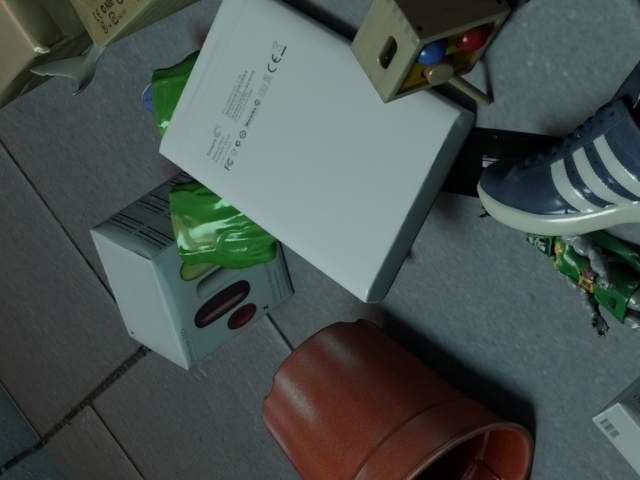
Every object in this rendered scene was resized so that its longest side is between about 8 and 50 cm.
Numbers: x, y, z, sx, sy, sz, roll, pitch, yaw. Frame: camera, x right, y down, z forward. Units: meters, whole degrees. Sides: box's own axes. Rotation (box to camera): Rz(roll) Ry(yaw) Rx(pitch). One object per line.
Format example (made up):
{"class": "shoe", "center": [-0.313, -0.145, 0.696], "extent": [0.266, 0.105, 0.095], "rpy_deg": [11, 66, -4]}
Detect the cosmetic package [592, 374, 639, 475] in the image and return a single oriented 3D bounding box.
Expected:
{"class": "cosmetic package", "center": [0.395, 0.238, 1.381], "extent": [0.239, 0.099, 0.060], "rpy_deg": [50, 148, 8]}

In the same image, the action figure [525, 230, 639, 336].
{"class": "action figure", "center": [0.298, 0.051, 1.372], "extent": [0.232, 0.063, 0.137], "rpy_deg": [41, 152, 31]}

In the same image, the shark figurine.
{"class": "shark figurine", "center": [-0.286, -0.321, 1.714], "extent": [0.116, 0.166, 0.278], "rpy_deg": [37, 144, 11]}

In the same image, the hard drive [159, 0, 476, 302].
{"class": "hard drive", "center": [-0.015, -0.119, 1.544], "extent": [0.353, 0.047, 0.233], "rpy_deg": [36, 108, 32]}

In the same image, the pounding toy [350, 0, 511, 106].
{"class": "pounding toy", "center": [0.116, -0.189, 1.335], "extent": [0.100, 0.130, 0.141], "rpy_deg": [60, 153, 17]}

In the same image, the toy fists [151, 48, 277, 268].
{"class": "toy fists", "center": [-0.115, -0.103, 1.712], "extent": [0.142, 0.096, 0.279], "rpy_deg": [-8, 91, 20]}

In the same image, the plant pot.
{"class": "plant pot", "center": [0.080, 0.253, 1.727], "extent": [0.265, 0.272, 0.272], "rpy_deg": [44, 151, 36]}

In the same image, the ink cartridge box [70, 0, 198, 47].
{"class": "ink cartridge box", "center": [-0.155, -0.318, 1.517], "extent": [0.088, 0.193, 0.234], "rpy_deg": [59, 150, -4]}

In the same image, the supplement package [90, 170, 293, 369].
{"class": "supplement package", "center": [-0.175, 0.031, 1.907], "extent": [0.149, 0.203, 0.194], "rpy_deg": [23, 139, 44]}

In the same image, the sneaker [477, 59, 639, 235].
{"class": "sneaker", "center": [0.271, -0.090, 1.208], "extent": [0.350, 0.131, 0.148], "rpy_deg": [2, 115, 49]}

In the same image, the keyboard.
{"class": "keyboard", "center": [0.195, -0.068, 1.440], "extent": [0.192, 0.038, 0.100], "rpy_deg": [14, 109, 51]}

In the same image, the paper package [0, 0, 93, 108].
{"class": "paper package", "center": [-0.463, -0.385, 1.939], "extent": [0.325, 0.168, 0.309], "rpy_deg": [56, 151, -5]}

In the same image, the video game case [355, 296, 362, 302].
{"class": "video game case", "center": [0.000, 0.000, 1.735], "extent": [0.119, 0.015, 0.166], "rpy_deg": [62, 171, -31]}

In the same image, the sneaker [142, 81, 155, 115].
{"class": "sneaker", "center": [-0.181, -0.163, 1.838], "extent": [0.211, 0.081, 0.080], "rpy_deg": [28, 143, 42]}
